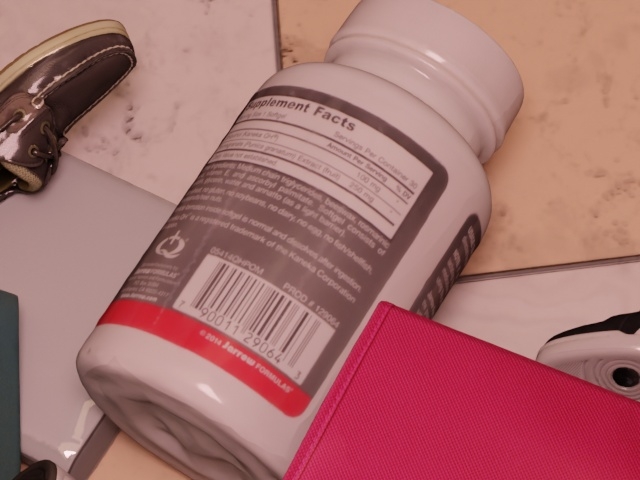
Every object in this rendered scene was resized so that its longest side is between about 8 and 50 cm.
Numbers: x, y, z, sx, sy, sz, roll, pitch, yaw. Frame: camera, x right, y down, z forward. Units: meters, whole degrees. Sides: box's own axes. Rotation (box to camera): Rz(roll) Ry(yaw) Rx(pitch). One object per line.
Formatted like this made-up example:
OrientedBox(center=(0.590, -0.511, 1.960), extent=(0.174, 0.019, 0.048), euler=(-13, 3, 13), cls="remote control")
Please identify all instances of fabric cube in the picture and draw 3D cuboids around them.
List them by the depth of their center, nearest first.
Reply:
OrientedBox(center=(0.103, 0.231, 1.022), extent=(0.258, 0.259, 0.254), euler=(21, 65, 18), cls="fabric cube")

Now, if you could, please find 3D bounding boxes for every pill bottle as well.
OrientedBox(center=(0.000, 0.000, 1.209), extent=(0.176, 0.176, 0.318), euler=(25, 67, 20), cls="pill bottle")

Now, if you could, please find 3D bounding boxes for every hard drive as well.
OrientedBox(center=(-0.240, 0.018, 1.312), extent=(0.307, 0.040, 0.203), euler=(25, 67, 20), cls="hard drive")

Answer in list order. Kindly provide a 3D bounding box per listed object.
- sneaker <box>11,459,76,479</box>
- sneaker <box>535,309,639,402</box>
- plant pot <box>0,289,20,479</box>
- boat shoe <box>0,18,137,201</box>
OrientedBox(center=(-0.138, 0.284, 1.068), extent=(0.124, 0.178, 0.295), euler=(-34, 28, 36), cls="sneaker")
OrientedBox(center=(0.251, 0.055, 1.213), extent=(0.217, 0.079, 0.121), euler=(-2, 40, 19), cls="sneaker")
OrientedBox(center=(-0.281, 0.149, 1.160), extent=(0.165, 0.166, 0.234), euler=(-10, 78, 13), cls="plant pot")
OrientedBox(center=(-0.210, -0.061, 1.287), extent=(0.223, 0.080, 0.073), euler=(-35, 68, -6), cls="boat shoe")
